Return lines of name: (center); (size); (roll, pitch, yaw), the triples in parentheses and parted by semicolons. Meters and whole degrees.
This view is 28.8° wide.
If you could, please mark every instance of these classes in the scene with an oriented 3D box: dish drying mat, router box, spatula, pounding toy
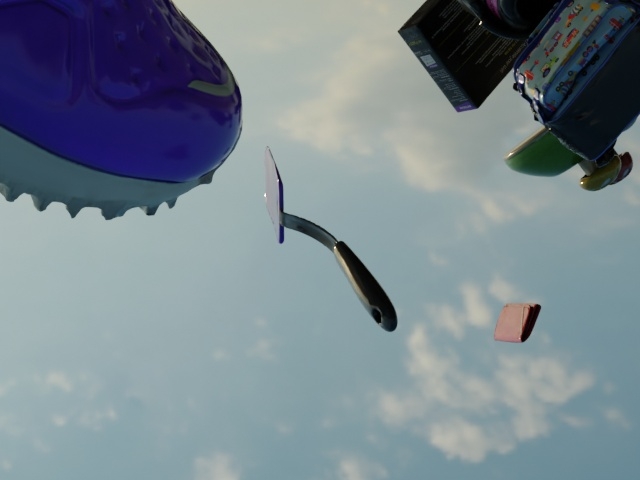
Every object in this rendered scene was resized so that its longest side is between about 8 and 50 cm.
dish drying mat: (0.147, 0.062, 0.943); (0.008, 0.032, 0.083); (21, 175, -6)
router box: (0.195, -0.266, 1.543); (0.179, 0.133, 0.046); (-48, -159, -22)
spatula: (0.000, 0.000, 1.201); (0.030, 0.084, 0.296); (-16, -144, -24)
pounding toy: (0.331, -0.117, 1.448); (0.183, 0.110, 0.237); (-37, 180, -32)

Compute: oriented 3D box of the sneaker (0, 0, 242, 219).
sneaker: (-0.097, -0.118, 0.326); (0.146, 0.293, 0.102); (-42, -137, 15)

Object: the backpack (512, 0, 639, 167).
backpack: (0.265, -0.182, 1.241); (0.117, 0.158, 0.173); (32, -162, -23)

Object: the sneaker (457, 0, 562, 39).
sneaker: (0.188, -0.332, 1.364); (0.482, 0.185, 0.202); (11, -148, 15)
